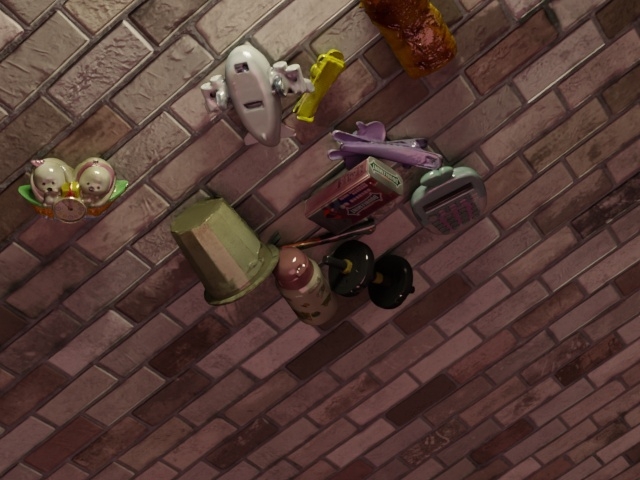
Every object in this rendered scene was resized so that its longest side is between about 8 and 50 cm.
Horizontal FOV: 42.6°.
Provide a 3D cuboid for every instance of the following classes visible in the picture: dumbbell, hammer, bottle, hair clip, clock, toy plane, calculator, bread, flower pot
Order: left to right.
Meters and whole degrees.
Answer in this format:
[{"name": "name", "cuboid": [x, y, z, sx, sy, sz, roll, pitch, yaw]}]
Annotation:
[{"name": "clock", "cuboid": [-0.534, -0.117, 1.777, 0.231, 0.103, 0.144, -3, 133, -13]}, {"name": "flower pot", "cuboid": [-0.229, 0.008, 1.911, 0.212, 0.212, 0.202, -28, 115, 4]}, {"name": "toy plane", "cuboid": [-0.134, -0.306, 1.757, 0.245, 0.117, 0.244, 3, 128, 4]}, {"name": "bottle", "cuboid": [-0.046, 0.106, 2.032, 0.120, 0.120, 0.253, -26, 142, 3]}, {"name": "hammer", "cuboid": [0.000, 0.000, 2.060, 0.288, 0.033, 0.111, -15, 128, -6]}, {"name": "hair clip", "cuboid": [0.000, -0.343, 1.808, 0.072, 0.046, 0.173, 9, 123, -33]}, {"name": "dumbbell", "cuboid": [0.127, 0.088, 2.072, 0.325, 0.143, 0.143, 20, 117, -39]}, {"name": "hair clip", "cuboid": [0.145, -0.206, 1.929, 0.278, 0.090, 0.137, 8, 117, -17]}, {"name": "bread", "cuboid": [0.185, -0.467, 1.757, 0.139, 0.077, 0.271, -32, 130, 11]}, {"name": "calculator", "cuboid": [0.317, -0.101, 2.027, 0.185, 0.041, 0.299, -28, 146, 10]}]

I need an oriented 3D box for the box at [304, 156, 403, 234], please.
[{"name": "box", "cuboid": [0.076, -0.101, 1.938, 0.120, 0.069, 0.224, 28, 137, -30]}]
